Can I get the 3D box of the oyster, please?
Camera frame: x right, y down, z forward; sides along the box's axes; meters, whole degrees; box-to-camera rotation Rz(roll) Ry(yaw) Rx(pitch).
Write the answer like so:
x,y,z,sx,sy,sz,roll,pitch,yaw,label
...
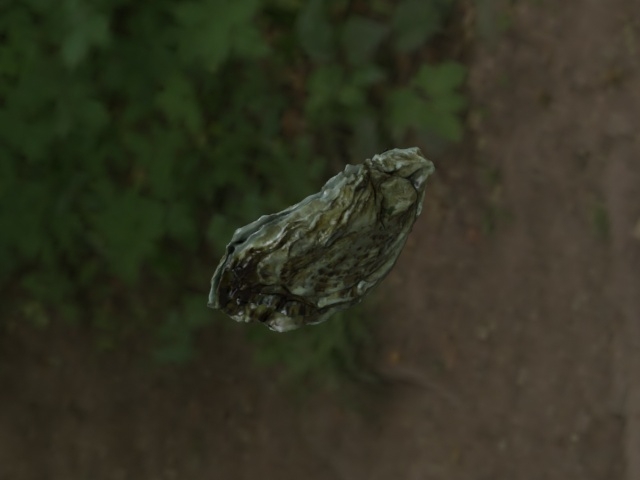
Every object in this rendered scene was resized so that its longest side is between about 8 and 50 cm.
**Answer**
x,y,z,sx,sy,sz,roll,pitch,yaw,label
0.000,0.000,1.403,0.064,0.177,0.125,53,146,32,oyster
